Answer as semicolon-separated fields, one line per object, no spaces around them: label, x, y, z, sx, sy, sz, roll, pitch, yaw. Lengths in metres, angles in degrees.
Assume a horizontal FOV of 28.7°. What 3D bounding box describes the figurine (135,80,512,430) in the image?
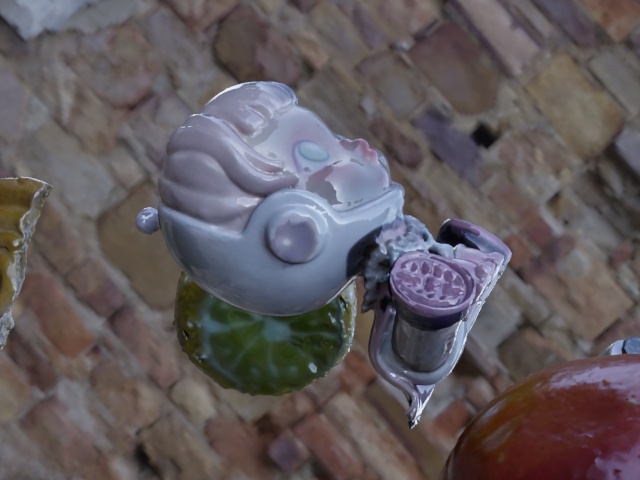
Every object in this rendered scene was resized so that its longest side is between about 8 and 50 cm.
figurine;-0.002;0.000;1.219;0.361;0.211;0.253;36;5;9

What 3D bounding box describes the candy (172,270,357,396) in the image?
candy;-0.074;0.092;1.716;0.260;0.260;0.118;47;18;-23

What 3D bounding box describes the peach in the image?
peach;0.276;0.266;1.068;0.405;0.335;0.310;4;4;17

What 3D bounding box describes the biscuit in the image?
biscuit;-0.343;0.037;1.210;0.144;0.224;0.033;13;-11;29

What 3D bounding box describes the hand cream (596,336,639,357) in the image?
hand cream;0.361;0.191;1.645;0.234;0.080;0.050;120;-31;-56
